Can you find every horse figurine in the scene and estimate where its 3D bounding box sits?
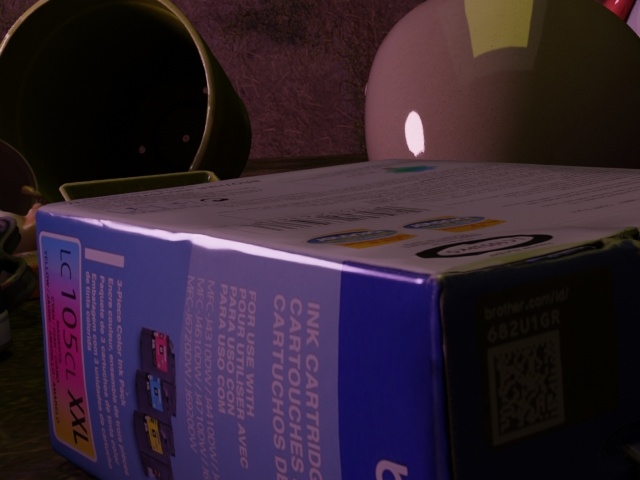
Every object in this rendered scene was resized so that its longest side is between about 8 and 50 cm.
[{"bbox_3d":[-0.399,-0.012,1.295,0.263,0.066,0.174,0,26,-41],"label":"horse figurine"}]

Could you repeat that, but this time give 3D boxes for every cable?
[{"bbox_3d":[-0.330,0.010,1.023,0.139,0.072,0.287,-15,22,5],"label":"cable"}]

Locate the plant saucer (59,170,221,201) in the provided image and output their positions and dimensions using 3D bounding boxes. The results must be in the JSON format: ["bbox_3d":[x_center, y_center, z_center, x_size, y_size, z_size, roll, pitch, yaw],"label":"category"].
[{"bbox_3d":[-0.173,-0.010,1.166,0.188,0.045,0.188,-8,33,-28],"label":"plant saucer"}]

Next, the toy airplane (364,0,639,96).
[{"bbox_3d":[0.298,-0.130,1.193,0.386,0.273,0.384,-14,-30,28],"label":"toy airplane"}]

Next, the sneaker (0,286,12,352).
[{"bbox_3d":[-0.362,0.033,0.753,0.099,0.153,0.282,5,13,44],"label":"sneaker"}]

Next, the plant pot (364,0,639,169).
[{"bbox_3d":[0.166,-0.065,0.964,0.284,0.284,0.191,-1,44,17],"label":"plant pot"}]

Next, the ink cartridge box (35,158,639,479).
[{"bbox_3d":[0.066,0.048,0.492,0.270,0.151,0.395,-10,9,-35],"label":"ink cartridge box"}]

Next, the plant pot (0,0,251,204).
[{"bbox_3d":[-0.273,-0.184,1.667,0.366,0.367,0.353,-1,-3,16],"label":"plant pot"}]

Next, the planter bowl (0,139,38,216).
[{"bbox_3d":[-0.476,-0.051,1.431,0.162,0.162,0.109,-9,-16,-31],"label":"planter bowl"}]

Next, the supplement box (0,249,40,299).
[{"bbox_3d":[-0.305,0.035,1.112,0.062,0.036,0.098,-10,11,-38],"label":"supplement box"}]
